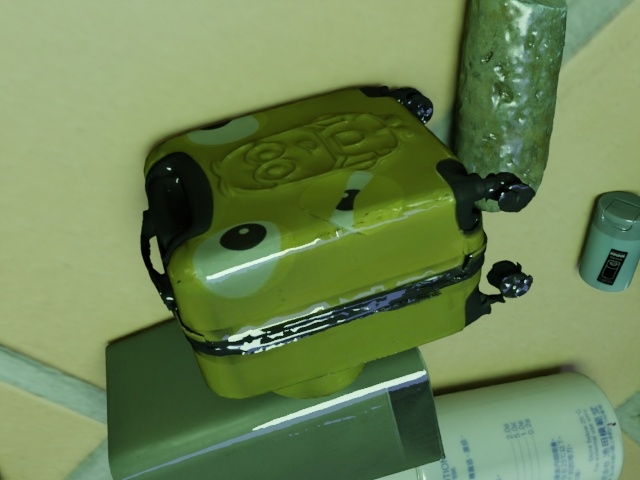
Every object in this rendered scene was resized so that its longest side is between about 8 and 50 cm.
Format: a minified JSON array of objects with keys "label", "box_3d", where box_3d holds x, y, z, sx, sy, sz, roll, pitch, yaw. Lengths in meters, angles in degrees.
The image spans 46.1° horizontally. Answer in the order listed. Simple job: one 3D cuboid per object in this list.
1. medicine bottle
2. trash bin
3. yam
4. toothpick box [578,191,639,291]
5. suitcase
[{"label":"medicine bottle","box_3d":[0.126,0.225,0.767,0.341,0.130,0.130,-8,126,-15]},{"label":"trash bin","box_3d":[-0.043,0.125,0.622,0.241,0.164,0.122,-17,127,-3]},{"label":"yam","box_3d":[0.142,-0.111,0.571,0.078,0.078,0.179,-9,123,-13]},{"label":"toothpick box","box_3d":[0.280,0.002,0.713,0.052,0.052,0.083,-8,127,-14]},{"label":"suitcase","box_3d":[0.000,0.000,0.522,0.235,0.194,0.143,-17,125,-9]}]
